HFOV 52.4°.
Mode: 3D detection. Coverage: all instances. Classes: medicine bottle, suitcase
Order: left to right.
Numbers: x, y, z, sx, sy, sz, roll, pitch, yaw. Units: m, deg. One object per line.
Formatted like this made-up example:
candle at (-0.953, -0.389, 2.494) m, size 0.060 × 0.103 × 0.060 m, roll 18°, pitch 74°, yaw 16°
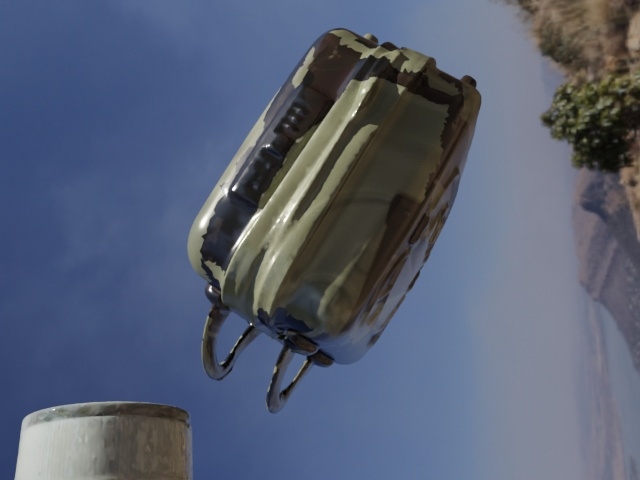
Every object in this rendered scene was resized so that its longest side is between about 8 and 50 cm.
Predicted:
medicine bottle at (-0.146, 0.248, 0.431) m, size 0.143 × 0.143 × 0.258 m, roll 48°, pitch -147°, yaw -58°
suitcase at (0.000, 0.000, 0.646) m, size 0.339 × 0.194 × 0.351 m, roll -58°, pitch -13°, yaw -9°
